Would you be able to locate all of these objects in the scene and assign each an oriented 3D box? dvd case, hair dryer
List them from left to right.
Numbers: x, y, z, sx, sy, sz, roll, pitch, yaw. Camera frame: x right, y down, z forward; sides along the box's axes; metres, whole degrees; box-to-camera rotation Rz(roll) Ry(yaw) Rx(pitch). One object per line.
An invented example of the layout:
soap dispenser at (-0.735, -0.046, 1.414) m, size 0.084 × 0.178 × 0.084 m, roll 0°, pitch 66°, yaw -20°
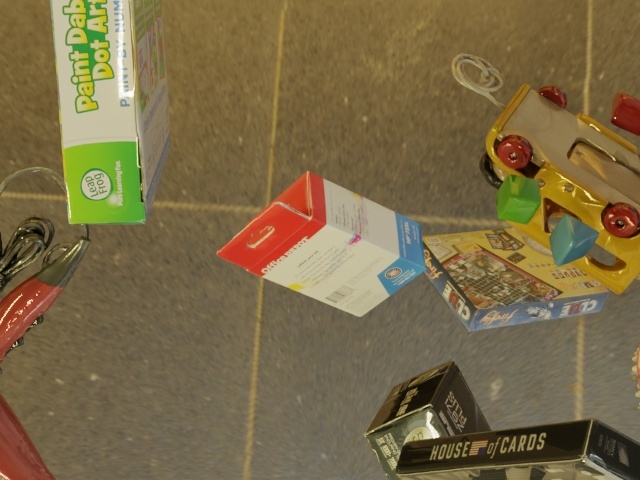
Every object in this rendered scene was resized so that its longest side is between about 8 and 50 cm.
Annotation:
hair dryer at (-0.293, 0.094, 1.060) m, size 0.224 × 0.080 × 0.293 m, roll -7°, pitch 100°, yaw 24°
dvd case at (0.187, 0.173, 0.728) m, size 0.239 × 0.179 × 0.029 m, roll 30°, pitch 65°, yaw -21°

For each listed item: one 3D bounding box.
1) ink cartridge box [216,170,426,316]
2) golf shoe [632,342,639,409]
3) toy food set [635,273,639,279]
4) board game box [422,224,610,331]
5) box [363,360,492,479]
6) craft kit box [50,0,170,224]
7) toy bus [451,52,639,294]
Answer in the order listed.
ink cartridge box at (0.000, 0.000, 1.525) m, size 0.231 × 0.134 × 0.078 m, roll 24°, pitch 45°, yaw -31°
golf shoe at (0.386, 0.187, 1.167) m, size 0.140 × 0.115 × 0.306 m, roll -28°, pitch 36°, yaw 22°
toy food set at (0.484, 0.024, 1.760) m, size 0.122 × 0.078 × 0.019 m, roll -39°, pitch 61°, yaw 15°
board game box at (0.275, 0.050, 1.786) m, size 0.243 × 0.042 × 0.165 m, roll -5°, pitch 41°, yaw -30°
box at (0.131, 0.232, 1.235) m, size 0.078 × 0.147 × 0.180 m, roll -27°, pitch 93°, yaw 19°
craft kit box at (-0.142, -0.158, 0.850) m, size 0.061 × 0.250 × 0.246 m, roll 0°, pitch 104°, yaw -4°
toy bus at (0.199, -0.044, 1.025) m, size 0.191 × 0.104 × 0.202 m, roll 1°, pitch 51°, yaw -24°
